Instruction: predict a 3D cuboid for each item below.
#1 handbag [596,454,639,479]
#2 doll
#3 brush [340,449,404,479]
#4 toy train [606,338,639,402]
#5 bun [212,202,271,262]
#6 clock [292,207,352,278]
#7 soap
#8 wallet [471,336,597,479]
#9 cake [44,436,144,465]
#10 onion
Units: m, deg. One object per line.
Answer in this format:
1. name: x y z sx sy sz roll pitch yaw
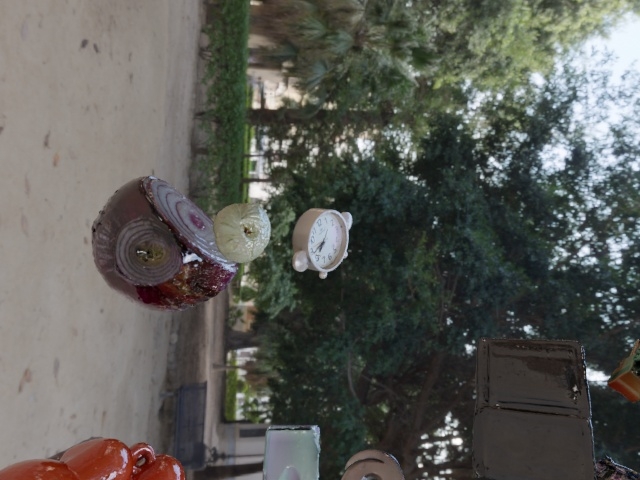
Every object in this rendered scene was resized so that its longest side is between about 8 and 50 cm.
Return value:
1. handbag: 0.629 0.589 0.975 0.228 0.127 0.208 -50 -164 -20
2. doll: -0.273 0.292 0.449 0.130 0.290 0.160 -15 -80 49
3. brush: -0.025 0.296 0.323 0.312 0.072 0.067 -57 171 -11
4. toy train: 0.656 0.229 0.928 0.074 0.176 0.118 39 -36 18
5. bun: -0.133 -0.015 0.831 0.069 0.115 0.115 9 -81 49
6. clock: 0.000 0.000 1.129 0.063 0.229 0.155 10 -50 40
7. soap: -0.078 0.742 1.272 0.261 0.156 0.445 86 4 -72
8. wallet: 0.473 0.378 1.054 0.041 0.247 0.322 55 39 -52
9. cake: -0.574 0.634 1.063 0.309 0.237 0.229 -5 101 -66
10. onion: -0.384 0.034 1.098 0.260 0.336 0.282 -43 -164 4
